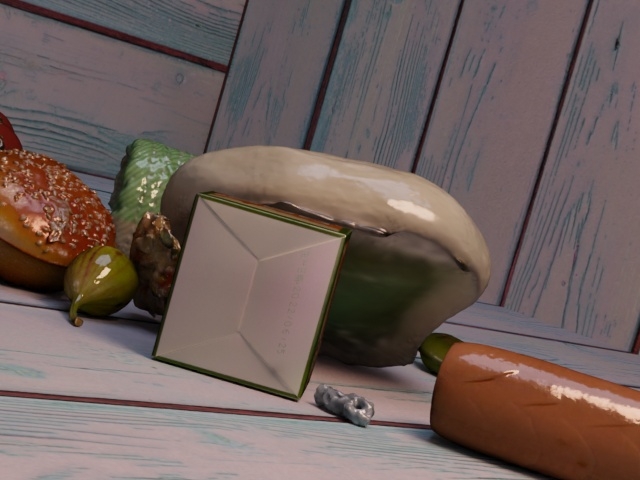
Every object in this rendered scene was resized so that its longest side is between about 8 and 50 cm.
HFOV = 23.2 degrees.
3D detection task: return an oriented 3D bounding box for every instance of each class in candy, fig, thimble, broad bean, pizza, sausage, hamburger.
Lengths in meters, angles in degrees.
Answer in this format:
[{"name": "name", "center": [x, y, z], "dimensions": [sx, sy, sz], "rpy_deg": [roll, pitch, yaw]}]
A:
[{"name": "candy", "center": [0.000, 0.000, 2.023], "dimensions": [0.427, 0.186, 0.386], "rpy_deg": [17, -30, -5]}, {"name": "fig", "center": [-0.274, 0.050, 1.874], "dimensions": [0.093, 0.093, 0.166], "rpy_deg": [16, 2, 7]}, {"name": "thimble", "center": [-0.260, -0.042, 2.449], "dimensions": [0.150, 0.219, 0.219], "rpy_deg": [17, 3, -11]}, {"name": "broad bean", "center": [0.221, 0.183, 2.231], "dimensions": [0.075, 0.067, 0.325], "rpy_deg": [-33, 28, -23]}, {"name": "pizza", "center": [-0.184, 0.072, 1.932], "dimensions": [0.052, 0.185, 0.195], "rpy_deg": [-25, 55, -29]}, {"name": "sausage", "center": [0.269, 0.201, 1.698], "dimensions": [0.304, 0.121, 0.121], "rpy_deg": [16, 4, 15]}, {"name": "hamburger", "center": [-0.373, -0.027, 2.006], "dimensions": [0.237, 0.147, 0.237], "rpy_deg": [25, 13, -6]}]

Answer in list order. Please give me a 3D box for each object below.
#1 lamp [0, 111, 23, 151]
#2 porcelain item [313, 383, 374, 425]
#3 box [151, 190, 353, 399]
[{"name": "lamp", "center": [-0.558, -0.118, 2.321], "dimensions": [0.227, 0.227, 0.227], "rpy_deg": [16, 4, -1]}, {"name": "porcelain item", "center": [0.028, 0.181, 1.704], "dimensions": [0.036, 0.028, 0.083], "rpy_deg": [-8, 19, -37]}, {"name": "box", "center": [-0.075, 0.058, 1.779], "dimensions": [0.177, 0.195, 0.148], "rpy_deg": [15, 3, 2]}]
